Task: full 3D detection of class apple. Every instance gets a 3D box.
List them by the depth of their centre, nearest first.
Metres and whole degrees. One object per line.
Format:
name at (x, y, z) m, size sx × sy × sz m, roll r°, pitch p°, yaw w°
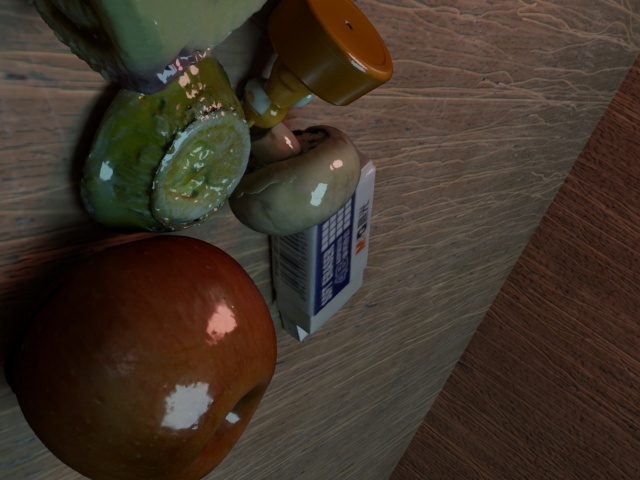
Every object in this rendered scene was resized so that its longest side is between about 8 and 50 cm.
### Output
apple at (-0.157, 0.119, 0.861) m, size 0.251 × 0.206 × 0.272 m, roll -34°, pitch 159°, yaw -31°

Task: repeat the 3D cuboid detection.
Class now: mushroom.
mushroom at (-0.033, -0.076, 0.970) m, size 0.154 × 0.154 × 0.122 m, roll -41°, pitch 113°, yaw -32°

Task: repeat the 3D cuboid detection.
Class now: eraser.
eraser at (0.000, 0.000, 1.200) m, size 0.124 × 0.081 × 0.279 m, roll -43°, pitch 155°, yaw -28°

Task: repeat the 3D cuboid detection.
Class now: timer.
timer at (-0.025, -0.167, 0.899) m, size 0.152 × 0.132 × 0.132 m, roll -38°, pitch 167°, yaw 27°

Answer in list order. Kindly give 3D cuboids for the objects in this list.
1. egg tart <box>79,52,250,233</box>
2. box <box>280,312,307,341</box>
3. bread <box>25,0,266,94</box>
egg tart at (-0.133, -0.079, 0.822) m, size 0.197 × 0.078 × 0.197 m, roll -42°, pitch 152°, yaw -28°
box at (0.003, 0.075, 1.373) m, size 0.154 × 0.040 × 0.084 m, roll -46°, pitch 159°, yaw -19°
bread at (-0.056, -0.267, 0.605) m, size 0.338 × 0.155 × 0.187 m, roll -43°, pitch 148°, yaw -21°
